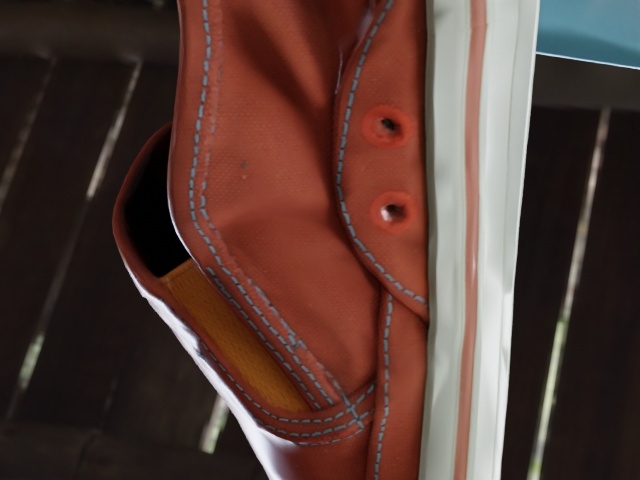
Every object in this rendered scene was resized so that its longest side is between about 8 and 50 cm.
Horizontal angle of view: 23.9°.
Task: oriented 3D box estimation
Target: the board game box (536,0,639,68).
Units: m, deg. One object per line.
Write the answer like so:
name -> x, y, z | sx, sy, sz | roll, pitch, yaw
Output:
board game box -> 0.192, -0.214, 0.766 | 0.336, 0.253, 0.079 | 16, -157, 42

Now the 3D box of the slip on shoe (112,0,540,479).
slip on shoe -> 0.000, 0.000, 0.395 | 0.101, 0.123, 0.331 | 0, 130, 3
